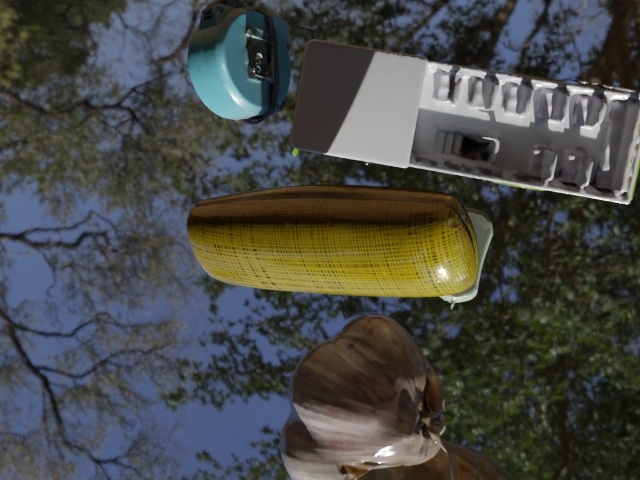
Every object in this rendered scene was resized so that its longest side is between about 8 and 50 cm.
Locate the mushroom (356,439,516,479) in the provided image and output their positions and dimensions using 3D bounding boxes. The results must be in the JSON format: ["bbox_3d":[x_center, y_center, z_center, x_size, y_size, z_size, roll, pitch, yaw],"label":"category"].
[{"bbox_3d":[0.146,0.382,1.091,0.243,0.243,0.243,-14,-149,9],"label":"mushroom"}]

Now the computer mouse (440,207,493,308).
[{"bbox_3d":[0.249,0.032,1.505,0.089,0.182,0.056,10,-176,1],"label":"computer mouse"}]

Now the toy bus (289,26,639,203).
[{"bbox_3d":[0.122,-0.102,0.718,0.301,0.113,0.139,10,-170,3],"label":"toy bus"}]

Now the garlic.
[{"bbox_3d":[0.079,0.217,0.945,0.207,0.207,0.257,-37,-104,-27],"label":"garlic"}]

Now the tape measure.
[{"bbox_3d":[-0.094,-0.209,0.991,0.081,0.146,0.125,-4,177,38],"label":"tape measure"}]

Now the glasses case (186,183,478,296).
[{"bbox_3d":[0.000,0.000,0.613,0.234,0.079,0.064,1,-142,33],"label":"glasses case"}]
